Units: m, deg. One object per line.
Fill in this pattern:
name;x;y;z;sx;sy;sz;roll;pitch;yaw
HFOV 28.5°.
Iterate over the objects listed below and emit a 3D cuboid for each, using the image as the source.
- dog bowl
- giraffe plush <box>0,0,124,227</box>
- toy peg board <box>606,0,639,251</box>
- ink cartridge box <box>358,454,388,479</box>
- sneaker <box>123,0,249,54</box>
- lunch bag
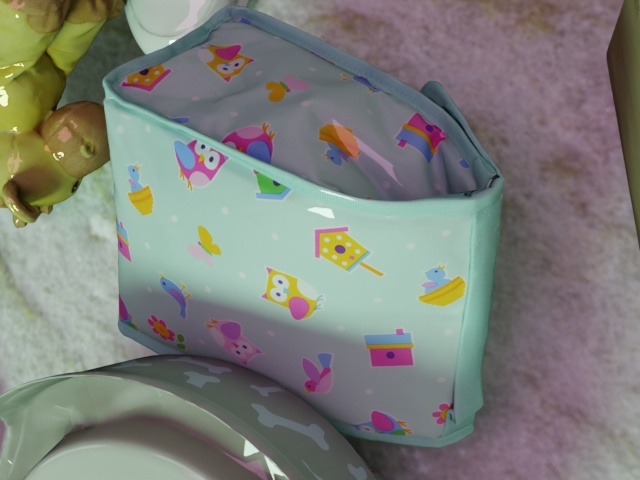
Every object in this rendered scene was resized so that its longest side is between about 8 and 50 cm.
dog bowl;-0.092;0.234;0.832;0.348;0.102;0.349;9;109;27
giraffe plush;-0.225;-0.102;0.958;0.210;0.181;0.171;-16;99;31
toy peg board;0.238;-0.073;0.787;0.079;0.160;0.161;-8;78;5
ink cartridge box;0.012;0.162;0.891;0.083;0.048;0.028;38;97;23
sneaker;-0.119;-0.287;0.961;0.114;0.152;0.305;0;83;20
lunch bag;0.000;0.000;0.819;0.262;0.160;0.223;25;134;26
